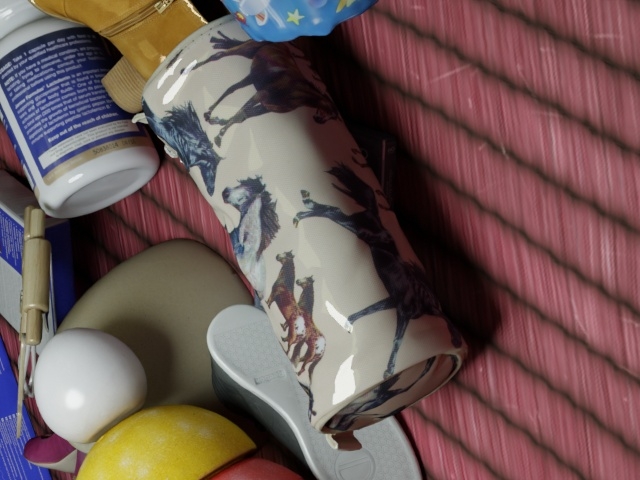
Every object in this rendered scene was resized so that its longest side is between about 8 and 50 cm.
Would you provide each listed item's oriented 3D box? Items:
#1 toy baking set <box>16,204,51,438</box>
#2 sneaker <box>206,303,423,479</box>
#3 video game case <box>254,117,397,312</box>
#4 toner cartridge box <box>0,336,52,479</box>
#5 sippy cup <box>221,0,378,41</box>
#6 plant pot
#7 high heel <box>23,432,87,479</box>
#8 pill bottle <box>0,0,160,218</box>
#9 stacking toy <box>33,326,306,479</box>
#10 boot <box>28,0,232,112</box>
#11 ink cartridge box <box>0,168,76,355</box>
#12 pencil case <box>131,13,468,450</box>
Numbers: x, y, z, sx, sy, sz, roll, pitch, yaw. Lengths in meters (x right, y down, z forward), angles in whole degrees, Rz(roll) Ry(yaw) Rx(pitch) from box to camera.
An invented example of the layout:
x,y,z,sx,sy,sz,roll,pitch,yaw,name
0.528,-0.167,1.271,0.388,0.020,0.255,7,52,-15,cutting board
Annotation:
x,y,z,sx,sy,sz,roll,pitch,yaw,name
-0.334,0.089,1.621,0.197,0.030,0.256,115,154,-59,toy baking set
-0.007,0.193,1.502,0.296,0.104,0.147,44,165,5,sneaker
0.000,0.000,1.466,0.196,0.026,0.274,23,119,43,video game case
-0.523,0.273,2.072,0.075,0.165,0.348,-25,83,51,toner cartridge box
-0.038,-0.305,1.227,0.224,0.240,0.305,61,176,-31,sippy cup
-0.213,0.156,1.643,0.284,0.191,0.284,20,118,44,plant pot
-0.347,0.268,1.952,0.244,0.082,0.117,-1,75,62,high heel
-0.310,-0.173,1.664,0.153,0.153,0.264,-38,75,49,pill bottle
-0.136,0.290,1.447,0.480,0.350,0.350,55,138,13,stacking toy
-0.222,-0.303,1.548,0.211,0.104,0.295,-37,89,42,boot
-0.384,0.033,1.835,0.371,0.069,0.176,32,127,58,ink cartridge box
-0.020,-0.008,1.338,0.183,0.160,0.410,-40,73,40,pencil case
